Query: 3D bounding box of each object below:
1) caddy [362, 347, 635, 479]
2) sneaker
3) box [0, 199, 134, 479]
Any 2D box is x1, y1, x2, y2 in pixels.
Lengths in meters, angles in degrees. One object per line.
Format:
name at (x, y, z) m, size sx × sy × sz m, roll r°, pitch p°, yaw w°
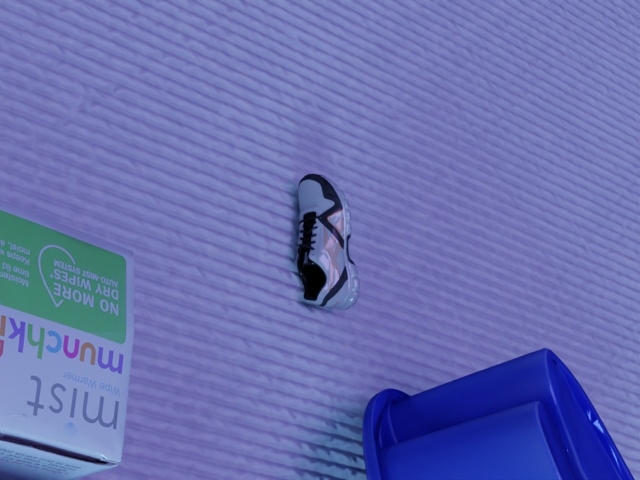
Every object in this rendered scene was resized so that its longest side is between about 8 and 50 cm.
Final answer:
caddy at (0.150, 0.249, 1.250) m, size 0.341 × 0.179 × 0.241 m, roll 60°, pitch 16°, yaw -8°
sneaker at (0.000, 0.000, 1.298) m, size 0.043 × 0.040 × 0.109 m, roll 0°, pitch 73°, yaw -46°
box at (-0.265, 0.053, 0.831) m, size 0.262 × 0.231 × 0.127 m, roll 23°, pitch 57°, yaw -39°
